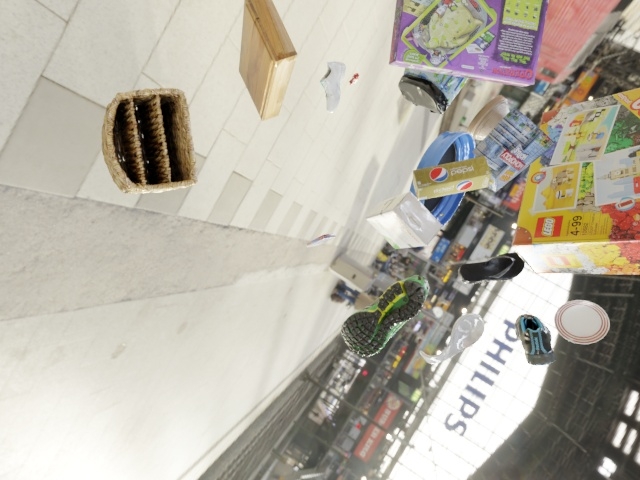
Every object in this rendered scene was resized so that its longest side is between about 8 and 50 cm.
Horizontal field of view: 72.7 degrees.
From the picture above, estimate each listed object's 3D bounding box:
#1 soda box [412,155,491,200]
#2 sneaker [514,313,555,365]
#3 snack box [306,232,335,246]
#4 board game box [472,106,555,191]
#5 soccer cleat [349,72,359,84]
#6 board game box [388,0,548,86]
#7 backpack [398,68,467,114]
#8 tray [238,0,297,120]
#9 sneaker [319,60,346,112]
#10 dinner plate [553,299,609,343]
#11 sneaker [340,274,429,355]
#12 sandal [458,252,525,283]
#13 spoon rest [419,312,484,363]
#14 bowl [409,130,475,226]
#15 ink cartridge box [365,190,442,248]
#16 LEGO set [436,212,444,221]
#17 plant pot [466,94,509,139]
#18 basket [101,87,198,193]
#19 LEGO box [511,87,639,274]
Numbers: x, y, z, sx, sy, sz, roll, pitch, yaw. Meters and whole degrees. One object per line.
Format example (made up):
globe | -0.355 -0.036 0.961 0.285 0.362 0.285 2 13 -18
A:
soda box | 0.330 -0.157 1.104 0.058 0.182 0.061 69 12 -59
sneaker | 0.806 0.334 1.642 0.341 0.125 0.139 -40 116 -71
snack box | 0.000 0.000 2.038 0.064 0.022 0.178 -7 170 -29
board game box | 0.500 -0.229 1.163 0.194 0.060 0.194 13 125 -43
soccer cleat | 0.158 -0.724 1.950 0.036 0.029 0.083 -16 173 -25
board game box | 0.328 -0.468 0.951 0.056 0.348 0.207 -153 -113 -73
backpack | 0.538 -0.780 1.910 0.356 0.290 0.273 -42 138 -2
tray | -0.179 -0.553 1.365 0.076 0.202 0.411 -24 179 -14
sneaker | 0.037 -0.652 1.851 0.094 0.080 0.212 -3 119 -27
dinner plate | 0.771 0.239 1.288 0.017 0.141 0.141 -31 150 -56
sneaker | 0.201 0.230 1.312 0.343 0.134 0.146 -43 167 30
sandal | 0.620 0.100 1.550 0.255 0.097 0.054 -14 151 -11
spoon rest | 0.522 0.389 1.692 0.276 0.137 0.084 -37 -159 1
bowl | 0.458 -0.222 1.649 0.391 0.077 0.390 -33 136 -38
ink cartridge box | 0.267 -0.060 1.421 0.092 0.160 0.219 -48 -169 -15
LEGO set | 0.438 -0.068 1.643 0.054 0.023 0.083 -10 141 -29
plant pot | 0.818 -0.558 2.070 0.237 0.109 0.237 -36 159 -16
basket | -0.526 -0.296 1.316 0.214 0.223 0.298 -10 97 -40
LEGO box | 0.802 -0.161 1.219 0.373 0.193 0.499 -4 -124 48
